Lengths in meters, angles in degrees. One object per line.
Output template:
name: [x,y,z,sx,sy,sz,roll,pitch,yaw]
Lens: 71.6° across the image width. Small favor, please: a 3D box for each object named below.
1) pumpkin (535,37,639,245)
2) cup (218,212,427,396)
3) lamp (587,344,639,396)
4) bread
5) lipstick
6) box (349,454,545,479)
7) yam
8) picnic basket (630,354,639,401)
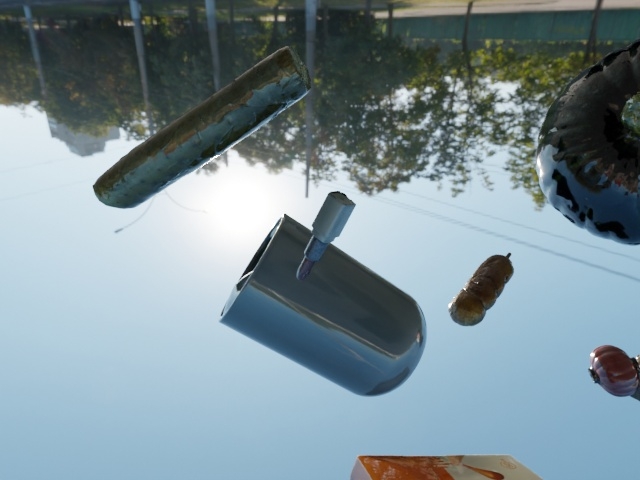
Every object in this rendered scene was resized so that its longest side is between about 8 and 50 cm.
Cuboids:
pumpkin: [0.372,-0.113,0.493,0.216,0.249,0.250,10,-167,-42]
cup: [0.011,0.120,0.746,0.312,0.205,0.205,32,-156,-9]
lamp: [0.621,0.275,0.938,0.092,0.107,0.107,-22,-160,15]
bread: [0.465,0.119,1.254,0.344,0.084,0.124,-39,-173,-38]
lipstick: [0.000,0.000,0.466,0.025,0.107,0.025,40,-153,25]
box: [0.241,0.486,0.767,0.342,0.143,0.225,7,177,-12]
yam: [-0.180,-0.147,0.637,0.372,0.083,0.083,-27,-164,22]
picnic basket: [0.787,0.305,1.006,0.138,0.128,0.178,32,-144,26]
